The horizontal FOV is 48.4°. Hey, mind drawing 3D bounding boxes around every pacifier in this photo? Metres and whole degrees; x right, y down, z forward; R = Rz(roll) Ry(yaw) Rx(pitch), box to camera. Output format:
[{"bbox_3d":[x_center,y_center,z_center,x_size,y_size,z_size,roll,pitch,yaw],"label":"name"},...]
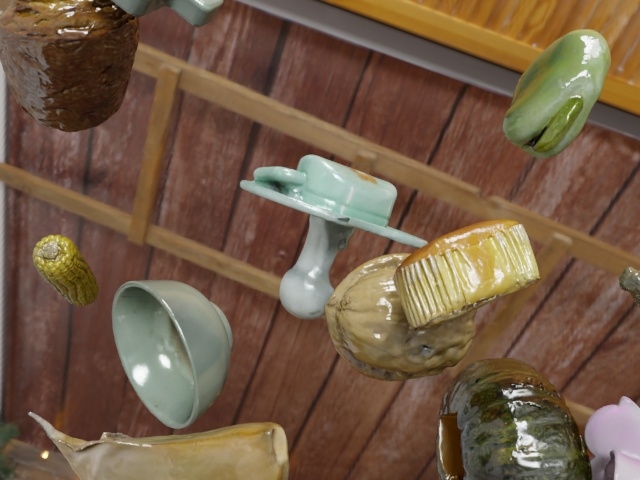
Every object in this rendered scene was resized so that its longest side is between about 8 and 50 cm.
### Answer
[{"bbox_3d":[0.000,0.000,1.202,0.288,0.343,0.269,28,97,57],"label":"pacifier"}]

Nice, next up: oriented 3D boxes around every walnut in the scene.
[{"bbox_3d":[0.124,0.117,1.090,0.198,0.245,0.198,-174,90,-77],"label":"walnut"}]

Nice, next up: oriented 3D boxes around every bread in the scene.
[{"bbox_3d":[0.191,0.043,0.948,0.132,0.190,0.114,122,131,-69],"label":"bread"}]

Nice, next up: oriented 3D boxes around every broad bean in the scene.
[{"bbox_3d":[0.366,-0.233,1.105,0.169,0.100,0.228,-26,42,52],"label":"broad bean"}]

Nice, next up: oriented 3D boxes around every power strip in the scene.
[{"bbox_3d":[-0.266,-0.462,1.264,0.059,0.193,0.265,-50,3,39],"label":"power strip"}]

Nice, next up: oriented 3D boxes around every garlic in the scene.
[{"bbox_3d":[-0.207,0.298,0.982,0.151,0.338,0.196,-79,-10,-52],"label":"garlic"}]

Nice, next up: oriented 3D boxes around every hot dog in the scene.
[{"bbox_3d":[-0.488,-0.369,1.395,0.174,0.267,0.387,69,154,15],"label":"hot dog"}]

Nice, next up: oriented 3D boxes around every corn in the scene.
[{"bbox_3d":[-0.450,0.063,1.276,0.231,0.080,0.080,98,-172,-65],"label":"corn"}]

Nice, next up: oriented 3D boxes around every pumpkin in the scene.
[{"bbox_3d":[0.302,0.347,1.171,0.320,0.192,0.320,-178,90,-84],"label":"pumpkin"}]

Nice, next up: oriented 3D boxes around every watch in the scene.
[{"bbox_3d":[0.479,0.396,1.052,0.217,0.211,0.248,-29,-45,-67],"label":"watch"}]

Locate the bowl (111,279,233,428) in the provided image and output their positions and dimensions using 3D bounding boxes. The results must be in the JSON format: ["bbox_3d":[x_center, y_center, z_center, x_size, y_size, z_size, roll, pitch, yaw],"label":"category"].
[{"bbox_3d":[-0.260,0.193,1.350,0.146,0.289,0.289,-21,-35,-40],"label":"bowl"}]

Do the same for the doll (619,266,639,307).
[{"bbox_3d":[0.425,0.080,0.721,0.286,0.202,0.091,-42,-35,-74],"label":"doll"}]
